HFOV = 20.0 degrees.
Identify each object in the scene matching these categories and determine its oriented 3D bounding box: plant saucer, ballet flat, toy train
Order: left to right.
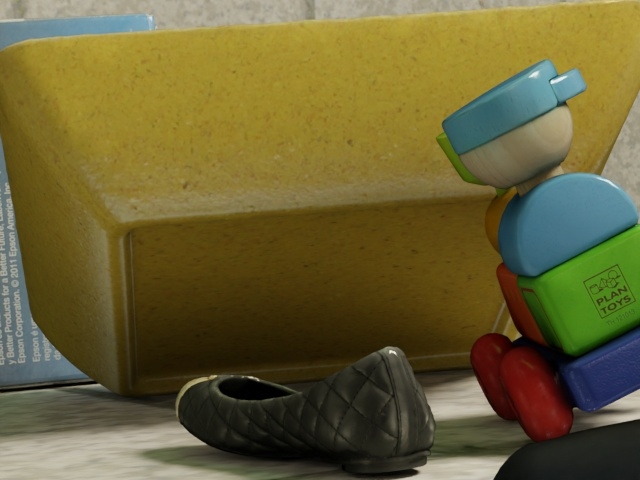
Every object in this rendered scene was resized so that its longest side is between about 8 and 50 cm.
[{"bbox_3d":[-0.008,0.066,0.757,0.057,0.049,0.173,-4,1,-33],"label":"ballet flat"},{"bbox_3d":[0.000,0.000,0.996,0.333,0.081,0.332,-5,-26,-7],"label":"plant saucer"},{"bbox_3d":[0.098,-0.002,0.835,0.105,0.143,0.248,-26,2,-2],"label":"toy train"}]

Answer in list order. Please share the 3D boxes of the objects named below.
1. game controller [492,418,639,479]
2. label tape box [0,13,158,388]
[{"bbox_3d":[0.178,0.060,0.544,0.166,0.067,0.319,-21,-9,34],"label":"game controller"},{"bbox_3d":[-0.270,-0.019,1.204,0.334,0.240,0.106,-4,1,-12],"label":"label tape box"}]
